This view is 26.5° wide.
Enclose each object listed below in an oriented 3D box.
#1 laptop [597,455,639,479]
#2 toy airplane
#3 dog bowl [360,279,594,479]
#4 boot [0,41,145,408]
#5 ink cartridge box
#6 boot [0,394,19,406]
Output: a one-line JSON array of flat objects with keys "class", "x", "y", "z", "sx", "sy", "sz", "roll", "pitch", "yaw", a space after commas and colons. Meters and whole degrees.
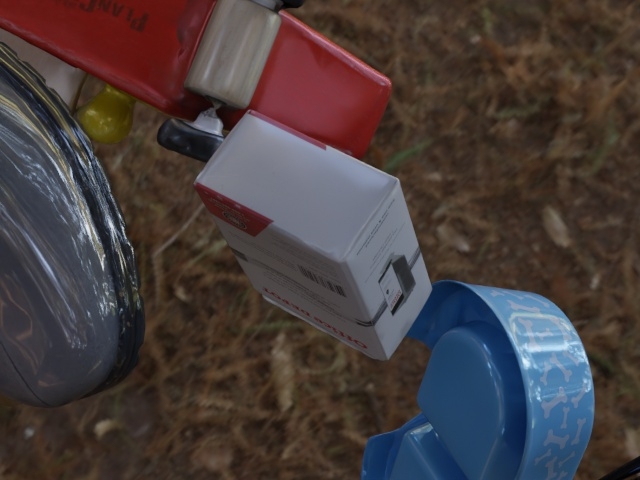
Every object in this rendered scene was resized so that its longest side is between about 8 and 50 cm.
[{"class": "laptop", "x": 0.252, "y": 0.148, "z": 0.689, "sx": 0.234, "sy": 0.137, "sz": 0.264, "roll": -10, "pitch": 102, "yaw": -42}, {"class": "toy airplane", "x": -0.178, "y": -0.173, "z": 1.019, "sx": 0.386, "sy": 0.272, "sz": 0.384, "roll": -24, "pitch": 85, "yaw": 9}, {"class": "dog bowl", "x": 0.116, "y": 0.161, "z": 1.026, "sx": 0.074, "sy": 0.297, "sz": 0.166, "roll": -5, "pitch": 39, "yaw": -27}, {"class": "boot", "x": -0.222, "y": -0.046, "z": 0.517, "sx": 0.338, "sy": 0.118, "sz": 0.223, "roll": 58, "pitch": 32, "yaw": -5}, {"class": "ink cartridge box", "x": 0.000, "y": 0.000, "z": 0.750, "sx": 0.099, "sy": 0.135, "sz": 0.056, "roll": 27, "pitch": 72, "yaw": 23}, {"class": "boot", "x": -0.434, "y": 0.172, "z": 1.426, "sx": 0.269, "sy": 0.089, "sz": 0.236, "roll": -57, "pitch": 136, "yaw": -38}]
